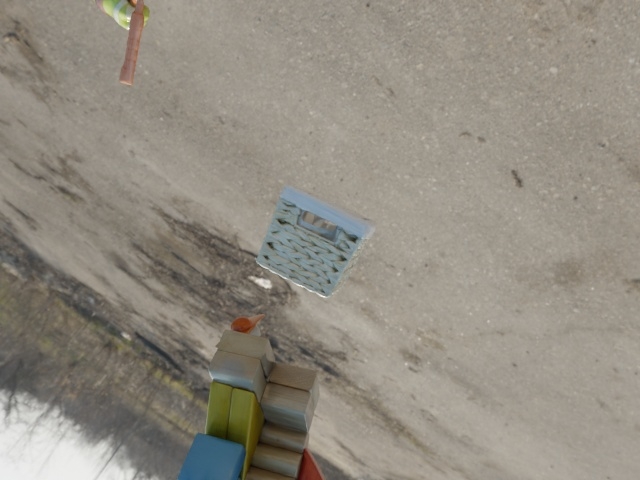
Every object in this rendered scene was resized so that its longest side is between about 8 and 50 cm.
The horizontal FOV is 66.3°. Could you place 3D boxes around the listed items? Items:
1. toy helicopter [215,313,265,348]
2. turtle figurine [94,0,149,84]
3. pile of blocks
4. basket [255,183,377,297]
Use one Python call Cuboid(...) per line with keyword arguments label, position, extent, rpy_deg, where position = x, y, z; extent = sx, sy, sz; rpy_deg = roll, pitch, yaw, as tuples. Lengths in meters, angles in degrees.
Cuboid(label="toy helicopter", position=(-0.111, 0.225, 0.858), extent=(0.355, 0.140, 0.235), rpy_deg=(110, 145, -67))
Cuboid(label="turtle figurine", position=(-0.192, -0.282, 0.427), extent=(0.087, 0.217, 0.270), rpy_deg=(-7, 114, -1))
Cuboid(label="pile of blocks", position=(-0.056, 0.267, 0.431), extent=(0.112, 0.149, 0.363), rpy_deg=(8, 101, 14))
Cuboid(label="basket", position=(0.000, 0.000, 0.629), extent=(0.113, 0.103, 0.167), rpy_deg=(26, -174, 8))
